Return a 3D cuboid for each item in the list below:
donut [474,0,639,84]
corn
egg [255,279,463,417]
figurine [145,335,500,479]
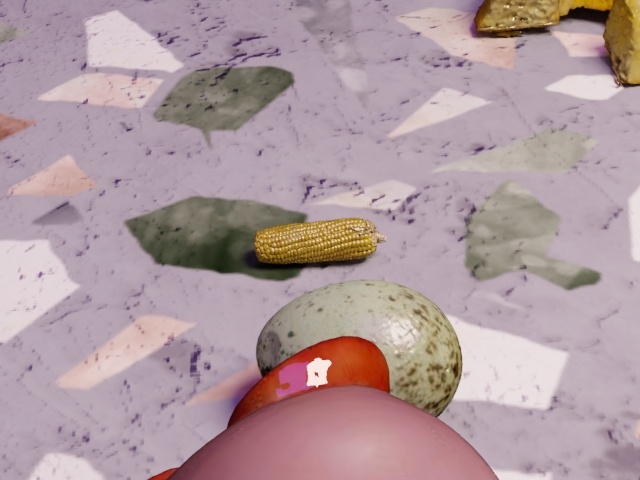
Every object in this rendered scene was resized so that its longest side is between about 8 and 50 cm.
[{"bbox_3d":[0.224,-0.200,0.999,0.181,0.078,0.146,26,48,28],"label":"donut"},{"bbox_3d":[0.000,0.000,0.779,0.083,0.027,0.028,-4,21,-1],"label":"corn"},{"bbox_3d":[0.019,0.062,0.650,0.110,0.085,0.085,4,38,11],"label":"egg"},{"bbox_3d":[0.006,0.143,0.481,0.173,0.173,0.173,0,38,0],"label":"figurine"}]
